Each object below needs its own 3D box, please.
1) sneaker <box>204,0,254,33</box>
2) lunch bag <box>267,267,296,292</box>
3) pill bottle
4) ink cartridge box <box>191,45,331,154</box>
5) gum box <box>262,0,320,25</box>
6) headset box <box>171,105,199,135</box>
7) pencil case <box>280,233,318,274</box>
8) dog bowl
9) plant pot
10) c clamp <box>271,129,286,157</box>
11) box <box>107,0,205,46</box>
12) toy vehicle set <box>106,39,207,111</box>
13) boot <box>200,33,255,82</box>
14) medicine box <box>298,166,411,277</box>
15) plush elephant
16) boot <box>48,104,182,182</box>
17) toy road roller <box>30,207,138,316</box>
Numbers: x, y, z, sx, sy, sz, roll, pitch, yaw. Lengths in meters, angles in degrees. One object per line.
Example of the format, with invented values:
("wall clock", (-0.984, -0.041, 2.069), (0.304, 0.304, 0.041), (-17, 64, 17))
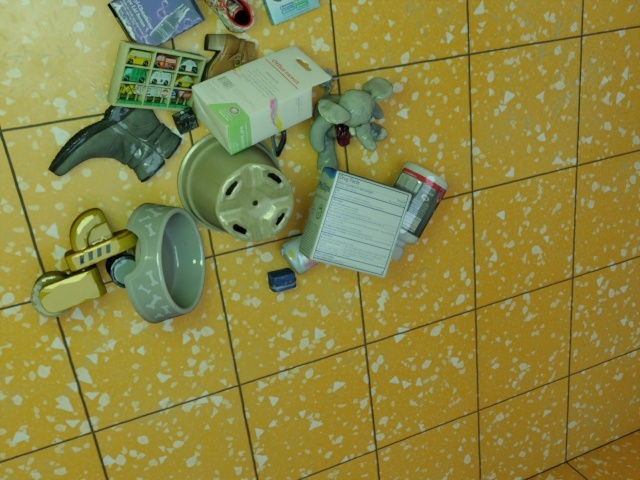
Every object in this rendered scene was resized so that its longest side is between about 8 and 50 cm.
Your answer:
("sneaker", (-0.287, -0.689, 1.665), (0.090, 0.145, 0.270), (-45, 118, -4))
("lunch bag", (-0.127, 0.137, 2.051), (0.098, 0.067, 0.065), (-12, 112, -21))
("pill bottle", (0.292, -0.096, 2.090), (0.176, 0.176, 0.318), (27, 96, -28))
("ink cartridge box", (-0.163, -0.413, 1.747), (0.353, 0.207, 0.119), (-29, 149, -21))
("gum box", (-0.104, -0.753, 1.780), (0.157, 0.041, 0.184), (-27, 115, -13))
("headset box", (-0.395, -0.349, 1.775), (0.062, 0.083, 0.032), (-29, 73, -12))
("pencil case", (0.000, 0.000, 2.033), (0.273, 0.113, 0.124), (-36, 124, -8))
("dog bowl", (-0.435, 0.060, 1.737), (0.102, 0.349, 0.348), (-5, 112, 11))
("plant pot", (-0.228, -0.140, 1.782), (0.334, 0.305, 0.333), (-7, 110, -21))
("c clamp", (-0.132, -0.340, 1.864), (0.022, 0.160, 0.137), (0, 135, 13))
("box", (-0.444, -0.620, 1.642), (0.207, 0.108, 0.153), (-34, 116, -9))
("toy vehicle set", (-0.443, -0.442, 1.652), (0.267, 0.035, 0.166), (-11, 129, -53))
("boot", (-0.268, -0.503, 1.780), (0.152, 0.073, 0.197), (-1, 113, -29))
("medicine box", (0.106, -0.058, 1.916), (0.263, 0.149, 0.289), (15, 96, -20))
("plush elephant", (0.098, -0.375, 1.870), (0.272, 0.255, 0.330), (-28, 116, -12))
("boot", (-0.570, -0.242, 1.708), (0.338, 0.118, 0.222), (-41, 119, -7))
("toy road roller", (-0.677, 0.049, 1.722), (0.329, 0.202, 0.240), (-24, 103, -20))
